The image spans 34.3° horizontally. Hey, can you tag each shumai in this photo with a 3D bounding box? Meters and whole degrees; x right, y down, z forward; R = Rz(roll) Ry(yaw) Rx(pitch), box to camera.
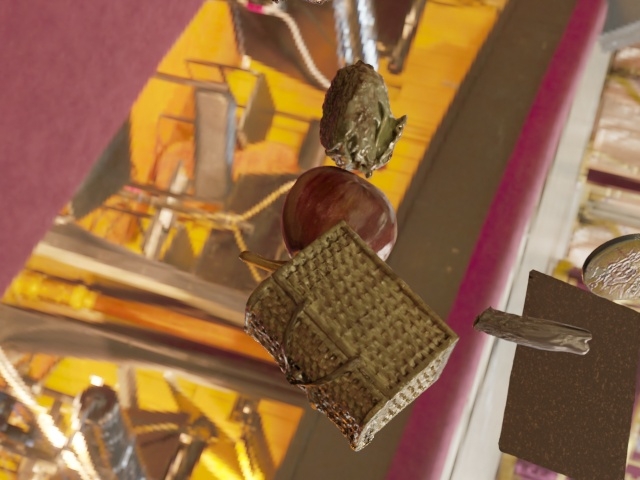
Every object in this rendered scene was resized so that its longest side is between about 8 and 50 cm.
[{"bbox_3d":[0.081,-0.194,1.691,0.184,0.141,0.184,-167,-90,-75],"label":"shumai"}]

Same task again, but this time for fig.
[{"bbox_3d":[0.008,0.001,1.493,0.207,0.175,0.175,-55,156,-33],"label":"fig"}]

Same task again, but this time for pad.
[{"bbox_3d":[0.406,0.220,1.660,0.004,0.220,0.330,125,-15,-59],"label":"pad"}]

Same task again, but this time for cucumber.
[{"bbox_3d":[0.230,0.100,1.120,0.034,0.134,0.033,-80,-175,-55],"label":"cucumber"}]

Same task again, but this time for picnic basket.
[{"bbox_3d":[0.027,0.113,1.164,0.154,0.196,0.134,-37,163,-24],"label":"picnic basket"}]

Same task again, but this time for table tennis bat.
[{"bbox_3d":[0.361,0.033,1.142,0.019,0.155,0.100,-99,-154,-45],"label":"table tennis bat"}]

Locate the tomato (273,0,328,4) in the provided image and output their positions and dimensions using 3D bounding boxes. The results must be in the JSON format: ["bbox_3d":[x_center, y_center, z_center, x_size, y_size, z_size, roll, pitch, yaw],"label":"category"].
[{"bbox_3d":[-0.059,-0.407,1.384,0.228,0.199,0.112,-84,-169,-61],"label":"tomato"}]
